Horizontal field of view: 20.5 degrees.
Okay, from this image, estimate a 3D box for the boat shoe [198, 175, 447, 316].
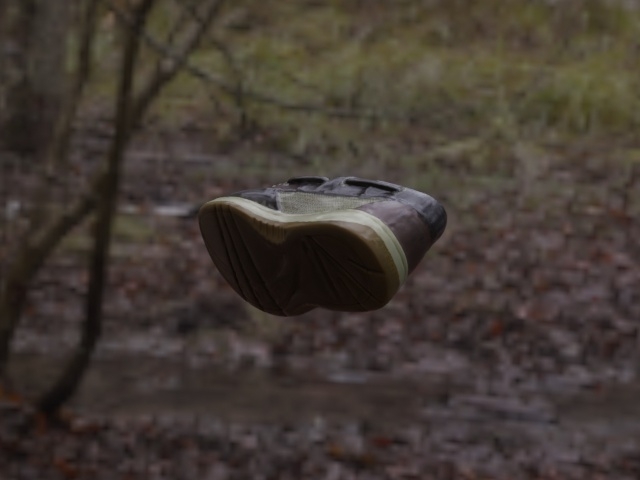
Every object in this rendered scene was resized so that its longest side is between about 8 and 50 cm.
[{"bbox_3d":[0.000,0.000,0.745,0.049,0.056,0.152,-30,20,-26],"label":"boat shoe"}]
